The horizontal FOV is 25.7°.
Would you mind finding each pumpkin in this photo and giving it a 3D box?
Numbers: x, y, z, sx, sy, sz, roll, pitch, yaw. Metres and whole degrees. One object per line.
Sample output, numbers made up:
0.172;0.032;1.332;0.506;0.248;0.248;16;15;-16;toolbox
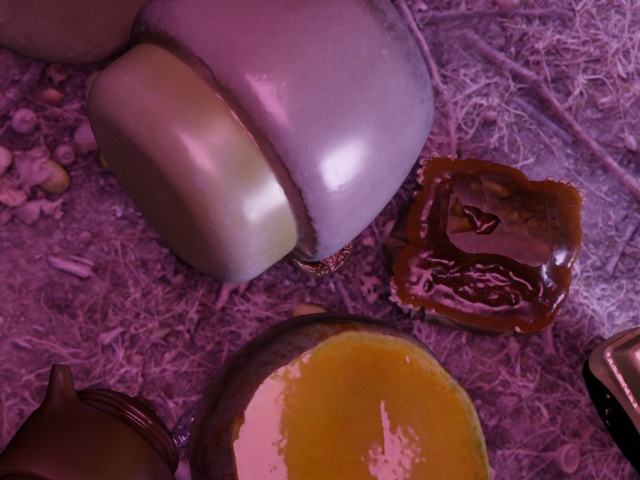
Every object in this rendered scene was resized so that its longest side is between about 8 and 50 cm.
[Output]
0.035;0.242;1.494;0.332;0.199;0.332;1;88;-15;pumpkin

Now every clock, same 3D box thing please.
0.413;0.269;1.511;0.120;0.276;0.379;-31;85;-7;clock

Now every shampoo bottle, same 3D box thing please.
-0.054;-0.135;1.465;0.317;0.322;0.322;-36;90;-17;shampoo bottle

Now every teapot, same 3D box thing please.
-0.224;0.246;1.493;0.175;0.185;0.267;-54;126;-36;teapot

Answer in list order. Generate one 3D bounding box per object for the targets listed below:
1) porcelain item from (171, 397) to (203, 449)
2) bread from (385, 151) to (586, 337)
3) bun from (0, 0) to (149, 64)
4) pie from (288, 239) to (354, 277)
-0.142;0.205;1.570;0.083;0.028;0.036;-36;106;-10;porcelain item
0.185;0.008;1.585;0.210;0.110;0.192;15;82;-5;bread
-0.297;-0.335;1.517;0.187;0.293;0.293;16;81;34;bun
0.000;0.000;1.610;0.085;0.017;0.085;1;85;-7;pie
